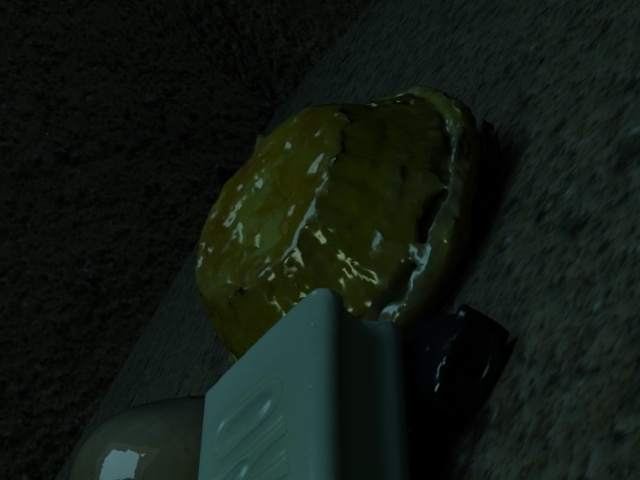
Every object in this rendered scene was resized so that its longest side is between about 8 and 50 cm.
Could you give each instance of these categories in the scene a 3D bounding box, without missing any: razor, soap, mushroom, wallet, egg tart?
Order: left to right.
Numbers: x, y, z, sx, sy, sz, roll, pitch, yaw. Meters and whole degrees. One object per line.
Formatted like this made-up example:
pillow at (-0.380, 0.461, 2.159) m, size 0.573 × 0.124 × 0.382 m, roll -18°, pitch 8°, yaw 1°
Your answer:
mushroom at (-0.124, 0.243, 1.336) m, size 0.204 × 0.204 × 0.204 m, roll -54°, pitch 9°, yaw 13°
soap at (-0.016, 0.178, 1.016) m, size 0.160 × 0.087 × 0.265 m, roll -45°, pitch 27°, yaw 32°
egg tart at (0.000, 0.000, 1.427) m, size 0.388 × 0.169 × 0.388 m, roll -45°, pitch 27°, yaw 30°
wallet at (0.101, -0.013, 1.488) m, size 0.232 × 0.025 × 0.119 m, roll -53°, pitch 9°, yaw 20°
razor at (0.082, 0.098, 1.104) m, size 0.090 × 0.054 × 0.148 m, roll -63°, pitch 10°, yaw -17°
